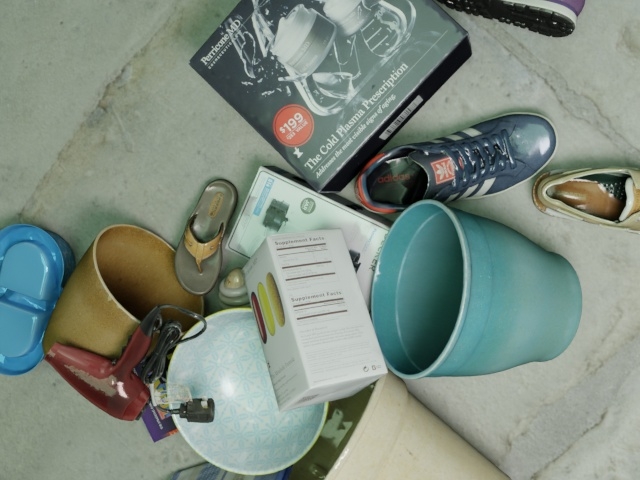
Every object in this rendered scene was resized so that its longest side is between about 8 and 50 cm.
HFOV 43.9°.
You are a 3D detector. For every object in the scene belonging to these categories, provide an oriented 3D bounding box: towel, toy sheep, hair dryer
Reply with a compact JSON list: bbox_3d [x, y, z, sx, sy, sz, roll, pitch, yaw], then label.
[{"bbox_3d":[-0.180,0.451,1.401,0.285,0.209,0.034,-21,107,21],"label":"towel"},{"bbox_3d":[-0.141,0.107,1.441,0.091,0.091,0.132,-2,118,13],"label":"toy sheep"},{"bbox_3d":[-0.315,0.198,1.319,0.294,0.080,0.223,-3,109,9],"label":"hair dryer"}]

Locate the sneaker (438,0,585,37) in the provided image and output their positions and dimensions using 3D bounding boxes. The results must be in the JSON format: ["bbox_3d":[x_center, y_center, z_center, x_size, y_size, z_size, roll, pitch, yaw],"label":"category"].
[{"bbox_3d":[0.298,-0.437,1.308,0.283,0.107,0.124,21,84,7],"label":"sneaker"}]

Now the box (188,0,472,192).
[{"bbox_3d":[0.020,-0.305,1.326,0.312,0.179,0.343,45,102,7],"label":"box"}]

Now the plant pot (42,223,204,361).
[{"bbox_3d":[-0.383,0.136,1.442,0.254,0.237,0.237,-39,85,25],"label":"plant pot"}]

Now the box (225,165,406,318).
[{"bbox_3d":[0.000,0.000,1.399,0.290,0.087,0.169,27,100,9],"label":"box"}]

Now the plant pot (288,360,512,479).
[{"bbox_3d":[0.134,0.406,1.302,0.305,0.334,0.333,34,101,-2],"label":"plant pot"}]

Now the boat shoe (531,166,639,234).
[{"bbox_3d":[0.496,-0.061,1.275,0.302,0.103,0.113,2,95,12],"label":"boat shoe"}]

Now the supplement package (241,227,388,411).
[{"bbox_3d":[-0.016,0.121,1.237,0.134,0.139,0.244,-6,67,-27],"label":"supplement package"}]

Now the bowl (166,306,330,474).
[{"bbox_3d":[-0.108,0.248,1.404,0.290,0.156,0.289,1,96,14],"label":"bowl"}]

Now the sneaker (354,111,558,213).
[{"bbox_3d":[0.221,-0.120,1.308,0.350,0.148,0.131,-19,89,12],"label":"sneaker"}]

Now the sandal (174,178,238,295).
[{"bbox_3d":[-0.205,-0.009,1.435,0.090,0.060,0.219,21,83,-1],"label":"sandal"}]

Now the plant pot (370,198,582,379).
[{"bbox_3d":[0.254,0.091,1.245,0.255,0.272,0.271,10,98,-23],"label":"plant pot"}]

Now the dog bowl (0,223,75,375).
[{"bbox_3d":[-0.571,0.112,1.542,0.166,0.074,0.297,17,97,11],"label":"dog bowl"}]

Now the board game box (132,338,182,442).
[{"bbox_3d":[-0.286,0.276,1.503,0.141,0.048,0.170,-27,88,12],"label":"board game box"}]
